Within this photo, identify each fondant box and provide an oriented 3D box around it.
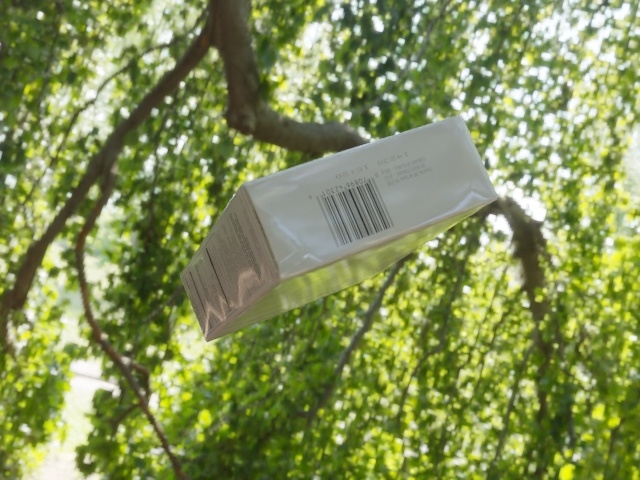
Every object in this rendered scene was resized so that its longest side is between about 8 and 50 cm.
[{"bbox_3d":[0.000,0.000,0.884,0.238,0.096,0.330,-20,-8,-23],"label":"fondant box"}]
